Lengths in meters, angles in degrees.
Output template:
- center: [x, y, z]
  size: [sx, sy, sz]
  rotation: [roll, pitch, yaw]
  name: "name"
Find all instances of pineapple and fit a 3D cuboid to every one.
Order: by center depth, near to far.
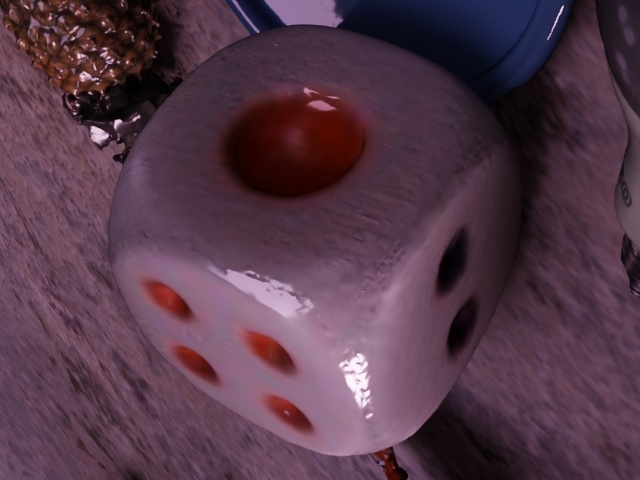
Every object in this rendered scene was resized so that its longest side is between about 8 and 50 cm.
- center: [-0.151, -0.116, 0.881]
  size: [0.125, 0.125, 0.251]
  rotation: [0, 126, 44]
  name: "pineapple"

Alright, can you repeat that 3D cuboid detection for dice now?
- center: [0.000, 0.000, 0.697]
  size: [0.193, 0.194, 0.192]
  rotation: [21, 148, 26]
  name: "dice"

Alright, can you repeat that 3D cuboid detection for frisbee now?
- center: [0.028, -0.204, 0.676]
  size: [0.289, 0.049, 0.289]
  rotation: [27, 139, 26]
  name: "frisbee"

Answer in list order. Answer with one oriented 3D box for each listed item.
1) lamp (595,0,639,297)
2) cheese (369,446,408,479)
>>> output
- center: [0.191, -0.060, 0.512]
  size: [0.182, 0.182, 0.314]
  rotation: [36, 136, 22]
  name: "lamp"
- center: [0.080, 0.219, 0.830]
  size: [0.329, 0.129, 0.217]
  rotation: [62, 175, 15]
  name: "cheese"
